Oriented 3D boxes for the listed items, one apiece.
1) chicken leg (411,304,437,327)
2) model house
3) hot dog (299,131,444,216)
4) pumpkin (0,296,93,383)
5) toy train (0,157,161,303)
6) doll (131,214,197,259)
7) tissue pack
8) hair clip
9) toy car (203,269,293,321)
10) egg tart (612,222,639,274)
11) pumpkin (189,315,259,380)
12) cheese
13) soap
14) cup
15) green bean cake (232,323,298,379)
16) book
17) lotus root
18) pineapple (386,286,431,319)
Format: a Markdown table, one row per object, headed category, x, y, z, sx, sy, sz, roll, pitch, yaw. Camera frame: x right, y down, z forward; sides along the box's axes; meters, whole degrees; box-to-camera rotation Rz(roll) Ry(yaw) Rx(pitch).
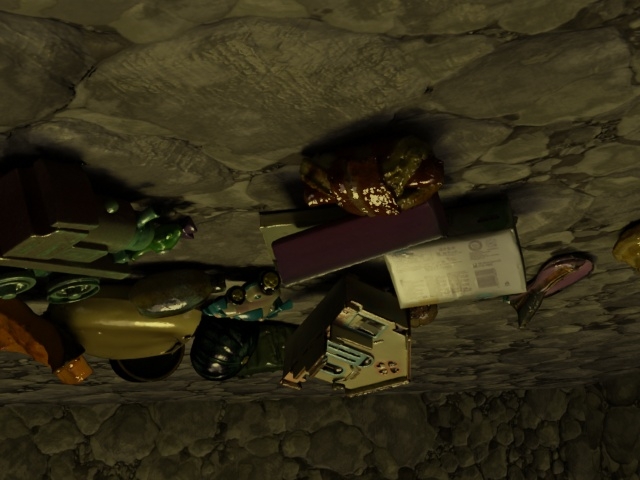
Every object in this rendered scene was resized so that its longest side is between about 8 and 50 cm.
| category | x | y | z | sx | sy | sz | roll | pitch | yaw |
| --- | --- | --- | --- | --- | --- | --- | --- | --- | --- |
| chicken leg | 0.189 | 0.176 | 2.184 | 0.197 | 0.069 | 0.085 | -2 | 162 | 15 |
| model house | 0.085 | 0.237 | 1.950 | 0.244 | 0.169 | 0.326 | 20 | 133 | -21 |
| hot dog | 0.071 | -0.083 | 1.256 | 0.213 | 0.103 | 0.146 | -13 | 163 | 31 |
| pumpkin | -0.568 | 0.206 | 1.796 | 0.290 | 0.095 | 0.258 | 30 | 154 | 18 |
| toy train | -0.375 | -0.010 | 1.311 | 0.221 | 0.150 | 0.304 | -27 | 162 | 23 |
| doll | -0.263 | -0.001 | 1.481 | 0.115 | 0.050 | 0.190 | -20 | -178 | -11 |
| tissue pack | 0.236 | 0.009 | 1.582 | 0.229 | 0.145 | 0.159 | -10 | 129 | 15 |
| hair clip | 0.527 | 0.102 | 2.054 | 0.110 | 0.096 | 0.359 | 31 | 151 | 3 |
| toy car | -0.146 | 0.133 | 1.838 | 0.161 | 0.098 | 0.126 | -28 | 176 | -32 |
| egg tart | 0.723 | 0.022 | 1.752 | 0.290 | 0.115 | 0.290 | -4 | 164 | -1 |
| pumpkin | -0.221 | 0.239 | 2.095 | 0.194 | 0.150 | 0.194 | -28 | 165 | -8 |
| cheese | -0.432 | 0.167 | 1.907 | 0.315 | 0.128 | 0.259 | 5 | 149 | -22 |
| soap | 0.065 | -0.006 | 1.404 | 0.259 | 0.081 | 0.181 | -17 | 180 | 14 |
| cup | -0.391 | 0.267 | 2.163 | 0.239 | 0.166 | 0.177 | 3 | 165 | -21 |
| green bean cake | -0.156 | 0.298 | 2.390 | 0.222 | 0.125 | 0.227 | -17 | 161 | 28 |
| book | 0.000 | 0.000 | 1.629 | 0.201 | 0.026 | 0.289 | -5 | 162 | 0 |
| lotus root | -0.281 | 0.100 | 1.770 | 0.192 | 0.088 | 0.113 | -14 | 160 | -10 |
| pineapple | 0.156 | 0.147 | 2.035 | 0.221 | 0.103 | 0.083 | -9 | 128 | 17 |
